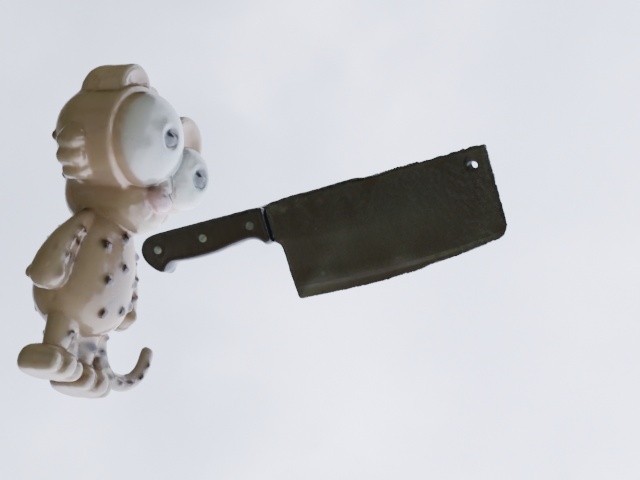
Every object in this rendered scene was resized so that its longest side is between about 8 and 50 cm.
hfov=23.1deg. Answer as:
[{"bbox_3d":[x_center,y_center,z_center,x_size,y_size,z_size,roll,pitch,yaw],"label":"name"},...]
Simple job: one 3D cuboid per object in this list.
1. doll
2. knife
[{"bbox_3d":[-0.176,-0.006,1.311,0.119,0.154,0.278,3,-103,31],"label":"doll"},{"bbox_3d":[0.000,0.000,1.029,0.245,0.072,0.019,-14,-176,17],"label":"knife"}]
